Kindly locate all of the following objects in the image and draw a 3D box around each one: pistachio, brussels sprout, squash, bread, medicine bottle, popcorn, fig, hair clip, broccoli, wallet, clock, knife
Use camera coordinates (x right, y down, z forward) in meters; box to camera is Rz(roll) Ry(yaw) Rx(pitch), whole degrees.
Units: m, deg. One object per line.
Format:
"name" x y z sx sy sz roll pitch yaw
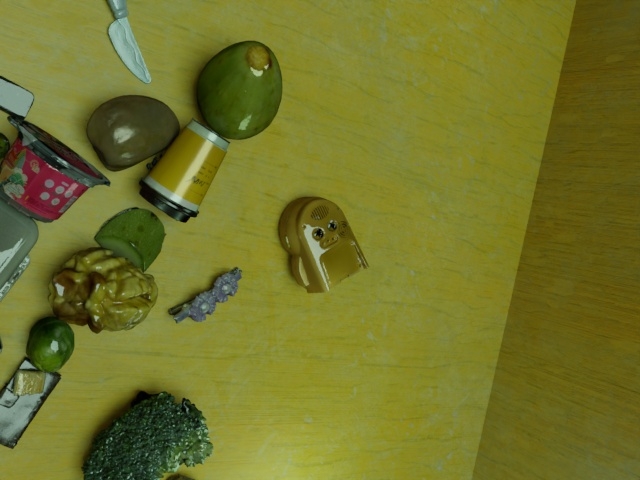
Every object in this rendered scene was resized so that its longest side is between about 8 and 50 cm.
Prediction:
"pistachio" -0.523 -0.315 1.736 0.260 0.163 0.212 -34 149 -28
"brussels sprout" -0.740 0.287 1.700 0.117 0.155 0.155 -9 103 -35
"squash" -0.536 -0.002 1.826 0.184 0.085 0.192 -48 122 -18
"bread" -0.799 0.389 1.697 0.083 0.035 0.070 8 86 -42
"medicine bottle" -0.899 0.049 1.523 0.282 0.123 0.375 40 66 -23
"popcorn" -0.581 0.146 1.721 0.332 0.265 0.225 30 75 -53
"fig" -0.225 -0.455 1.828 0.258 0.326 0.258 12 62 -23
"hair clip" -0.357 0.181 1.995 0.292 0.084 0.106 -35 134 -30
"broccoli" -0.508 0.624 1.851 0.317 0.277 0.338 13 99 -55
"wallet" -0.826 -0.381 1.597 0.157 0.018 0.082 27 83 -35
"clock" 0.000 0.000 2.149 0.244 0.200 0.317 -28 105 -31
"knife" -0.560 -0.599 1.739 0.080 0.044 0.331 -26 115 -29
"wallet" -0.837 0.450 1.717 0.124 0.042 0.230 40 73 -30

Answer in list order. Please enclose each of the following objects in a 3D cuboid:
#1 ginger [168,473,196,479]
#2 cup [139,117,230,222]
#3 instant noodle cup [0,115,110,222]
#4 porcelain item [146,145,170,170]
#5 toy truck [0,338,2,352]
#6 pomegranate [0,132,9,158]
"ginger" -0.481 0.872 2.022 0.137 0.074 0.213 43 69 -23
"cup" -0.391 -0.204 1.799 0.196 0.196 0.279 30 95 -35
"instant noodle cup" -0.716 -0.162 1.591 0.302 0.258 0.181 39 89 -34
"porcelain item" -0.460 -0.248 1.874 0.136 0.021 0.075 -3 100 -35
"toy truck" -0.957 0.289 1.570 0.253 0.114 0.124 10 105 -36
"pomegranate" -0.842 -0.247 1.582 0.084 0.073 0.073 12 91 -18
